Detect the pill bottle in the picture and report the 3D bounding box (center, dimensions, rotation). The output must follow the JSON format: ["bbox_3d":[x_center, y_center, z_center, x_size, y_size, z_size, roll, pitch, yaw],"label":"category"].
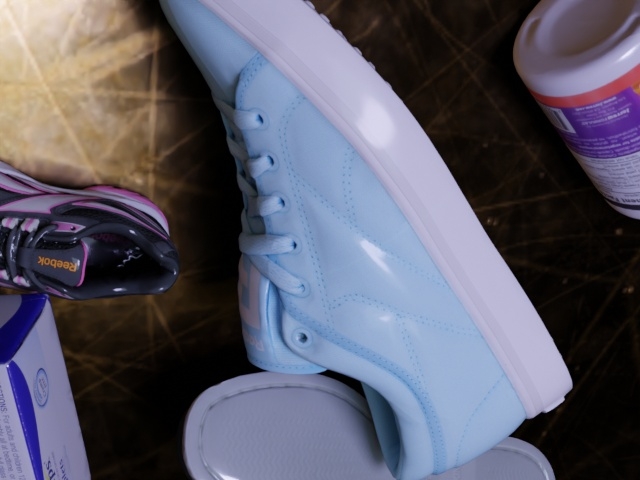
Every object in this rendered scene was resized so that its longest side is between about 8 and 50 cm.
[{"bbox_3d":[0.220,-0.082,0.796,0.108,0.108,0.193,-47,125,-4],"label":"pill bottle"}]

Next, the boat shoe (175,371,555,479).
[{"bbox_3d":[0.024,0.162,0.797,0.302,0.091,0.114,23,66,-30],"label":"boat shoe"}]

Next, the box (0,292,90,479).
[{"bbox_3d":[-0.204,0.102,0.627,0.137,0.072,0.126,-3,116,8],"label":"box"}]

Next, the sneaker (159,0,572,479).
[{"bbox_3d":[0.000,0.000,0.672,0.150,0.135,0.366,-39,108,-5],"label":"sneaker"}]

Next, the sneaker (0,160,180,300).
[{"bbox_3d":[-0.156,-0.002,0.642,0.178,0.077,0.072,0,109,-28],"label":"sneaker"}]
